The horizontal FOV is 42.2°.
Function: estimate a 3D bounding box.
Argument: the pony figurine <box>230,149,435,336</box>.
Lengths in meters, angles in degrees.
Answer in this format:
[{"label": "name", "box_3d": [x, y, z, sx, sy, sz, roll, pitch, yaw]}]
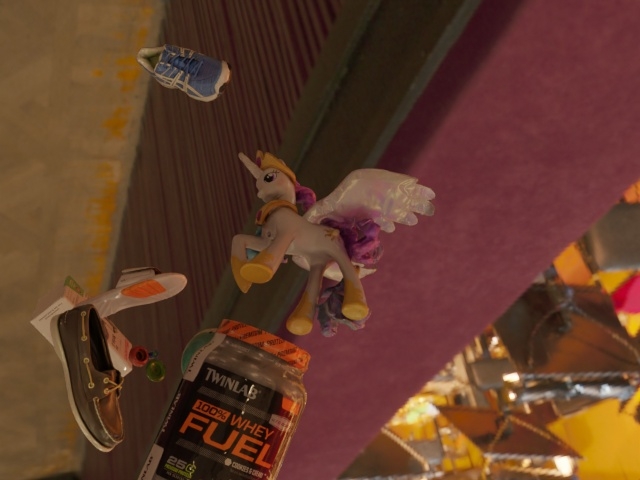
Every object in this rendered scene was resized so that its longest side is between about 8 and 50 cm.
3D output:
[{"label": "pony figurine", "box_3d": [0.000, 0.000, 1.482, 0.351, 0.363, 0.303, 22, 128, -18]}]

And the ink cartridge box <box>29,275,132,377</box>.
[{"label": "ink cartridge box", "box_3d": [-0.629, 0.250, 2.210, 0.115, 0.198, 0.273, -38, 109, -1]}]

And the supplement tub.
[{"label": "supplement tub", "box_3d": [-0.142, 0.292, 1.256, 0.194, 0.316, 0.193, 20, 166, 5]}]

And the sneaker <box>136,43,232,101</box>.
[{"label": "sneaker", "box_3d": [-0.241, -0.296, 1.449, 0.211, 0.080, 0.081, 15, 174, 39]}]

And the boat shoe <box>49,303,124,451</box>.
[{"label": "boat shoe", "box_3d": [-0.464, 0.280, 1.709, 0.091, 0.305, 0.109, -24, 169, 12]}]

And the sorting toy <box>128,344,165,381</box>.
[{"label": "sorting toy", "box_3d": [-0.401, 0.280, 1.898, 0.042, 0.061, 0.102, -21, 116, 44]}]

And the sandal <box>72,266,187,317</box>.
[{"label": "sandal", "box_3d": [-0.439, 0.104, 1.877, 0.265, 0.076, 0.102, -17, 151, -6]}]

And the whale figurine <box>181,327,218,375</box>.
[{"label": "whale figurine", "box_3d": [-0.249, 0.354, 2.033, 0.216, 0.141, 0.272, -1, 111, 20]}]
